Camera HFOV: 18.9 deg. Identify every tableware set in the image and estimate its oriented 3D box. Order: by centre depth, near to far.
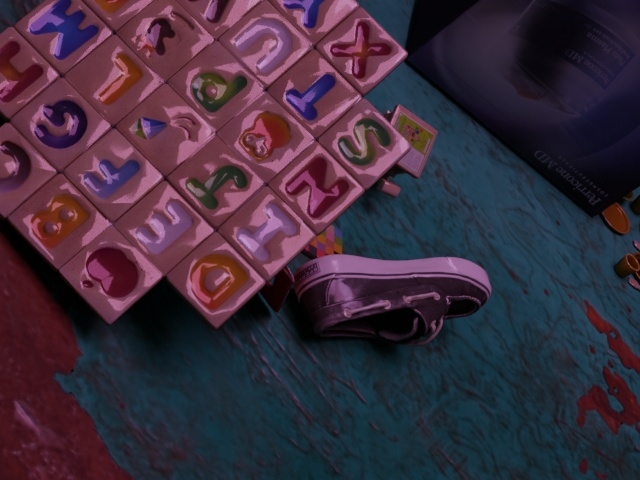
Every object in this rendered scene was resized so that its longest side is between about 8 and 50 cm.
[{"bbox_3d":[0.350,-0.008,2.126,0.104,0.024,0.154,39,37,-18],"label":"tableware set"}]

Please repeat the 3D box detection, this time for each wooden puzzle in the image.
[{"bbox_3d":[0.000,0.000,1.729,0.083,0.006,0.049,31,40,-28],"label":"wooden puzzle"}]

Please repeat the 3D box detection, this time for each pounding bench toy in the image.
[{"bbox_3d":[0.060,-0.078,1.827,0.052,0.065,0.083,32,70,-27],"label":"pounding bench toy"}]

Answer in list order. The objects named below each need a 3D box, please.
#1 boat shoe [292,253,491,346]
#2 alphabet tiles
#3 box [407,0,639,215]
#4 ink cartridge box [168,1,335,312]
[{"bbox_3d":[0.070,0.060,1.701,0.219,0.078,0.070,2,57,-39],"label":"boat shoe"},{"bbox_3d":[-0.103,-0.103,1.512,0.285,0.011,0.342,46,68,4],"label":"alphabet tiles"},{"bbox_3d":[0.301,-0.228,2.029,0.296,0.294,0.183,37,39,-20],"label":"box"},{"bbox_3d":[-0.062,-0.065,1.592,0.078,0.134,0.231,-30,82,-13],"label":"ink cartridge box"}]
